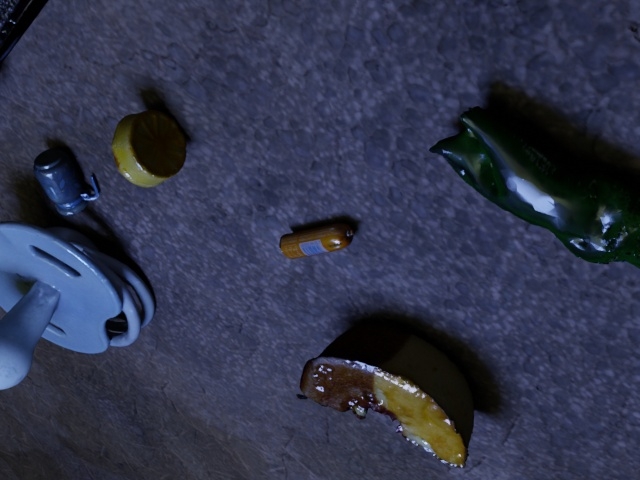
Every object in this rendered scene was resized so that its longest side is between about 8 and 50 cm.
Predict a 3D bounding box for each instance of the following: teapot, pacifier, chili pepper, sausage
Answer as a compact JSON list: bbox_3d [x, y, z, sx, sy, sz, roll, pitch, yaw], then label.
[{"bbox_3d":[-0.326,-0.079,1.282,0.049,0.063,0.083,49,164,47],"label":"teapot"},{"bbox_3d":[-0.390,0.112,1.384,0.244,0.233,0.299,34,146,1],"label":"pacifier"},{"bbox_3d":[0.193,-0.041,0.843,0.224,0.061,0.098,26,150,14],"label":"chili pepper"},{"bbox_3d":[0.000,0.000,1.087,0.107,0.031,0.031,-10,123,47],"label":"sausage"}]

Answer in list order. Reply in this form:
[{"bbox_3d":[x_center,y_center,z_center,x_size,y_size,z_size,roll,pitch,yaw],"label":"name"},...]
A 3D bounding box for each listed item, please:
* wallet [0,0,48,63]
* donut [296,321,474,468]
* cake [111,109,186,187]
[{"bbox_3d":[-0.409,-0.246,1.012,0.221,0.262,0.071,36,-178,1],"label":"wallet"},{"bbox_3d":[0.088,0.163,1.145,0.217,0.085,0.141,26,143,16],"label":"donut"},{"bbox_3d":[-0.189,-0.101,1.095,0.044,0.084,0.084,-12,122,45],"label":"cake"}]
